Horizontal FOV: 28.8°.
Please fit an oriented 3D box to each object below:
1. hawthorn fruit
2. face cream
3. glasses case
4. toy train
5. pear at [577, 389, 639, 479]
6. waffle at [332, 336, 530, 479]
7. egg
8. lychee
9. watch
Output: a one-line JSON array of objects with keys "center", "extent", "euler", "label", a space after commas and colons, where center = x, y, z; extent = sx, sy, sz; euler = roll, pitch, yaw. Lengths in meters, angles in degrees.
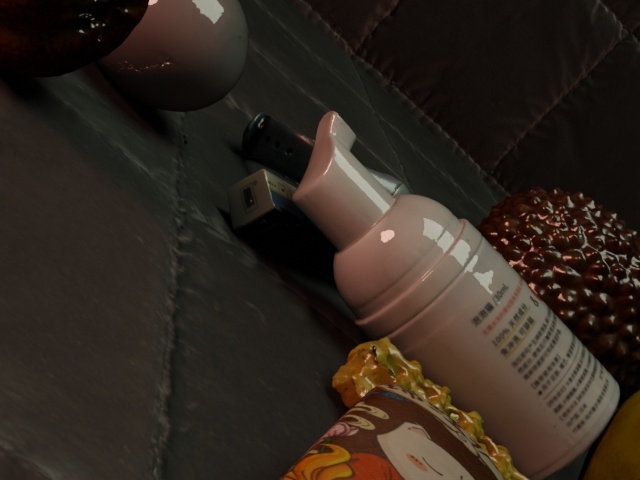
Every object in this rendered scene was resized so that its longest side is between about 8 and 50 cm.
[{"center": [-0.231, -0.222, 0.985], "extent": [0.188, 0.169, 0.169], "euler": [37, 9, 23], "label": "hawthorn fruit"}, {"center": [0.101, 0.049, 1.144], "extent": [0.369, 0.145, 0.145], "euler": [46, 12, -6], "label": "face cream"}, {"center": [0.032, 0.165, 0.692], "extent": [0.122, 0.082, 0.321], "euler": [41, 19, 7], "label": "glasses case"}, {"center": [0.000, 0.000, 1.217], "extent": [0.234, 0.052, 0.051], "euler": [29, 40, -50], "label": "toy train"}, {"center": [0.353, 0.250, 1.116], "extent": [0.269, 0.269, 0.321], "euler": [46, -5, 5], "label": "pear"}, {"center": [0.091, 0.169, 0.972], "extent": [0.249, 0.056, 0.253], "euler": [30, 21, -48], "label": "waffle"}, {"center": [-0.154, -0.210, 1.207], "extent": [0.199, 0.146, 0.146], "euler": [44, 10, 28], "label": "egg"}, {"center": [0.275, 0.076, 1.383], "extent": [0.267, 0.267, 0.267], "euler": [42, 13, -12], "label": "lychee"}, {"center": [0.012, -0.075, 1.418], "extent": [0.193, 0.068, 0.206], "euler": [31, 3, 11], "label": "watch"}]
